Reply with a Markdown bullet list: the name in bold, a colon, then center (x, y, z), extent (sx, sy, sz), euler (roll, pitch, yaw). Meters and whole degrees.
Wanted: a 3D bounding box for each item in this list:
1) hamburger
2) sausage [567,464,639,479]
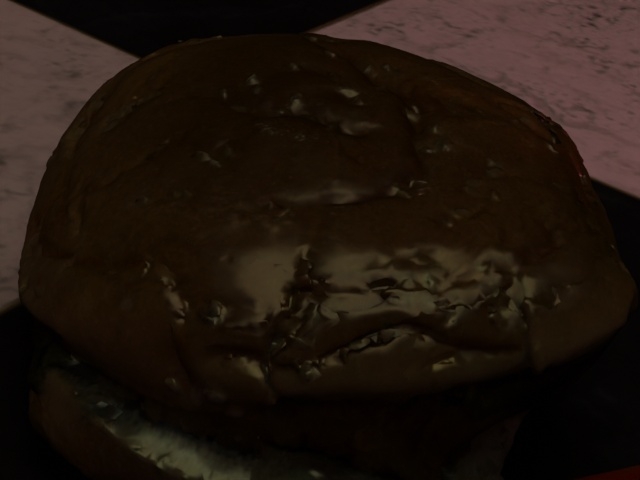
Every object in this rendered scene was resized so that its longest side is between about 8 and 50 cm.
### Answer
- **hamburger**: center (0.002, 0.001, 0.605), extent (0.265, 0.134, 0.285), euler (7, 28, -13)
- **sausage**: center (0.026, 0.131, 0.454), extent (0.264, 0.083, 0.083), euler (-6, 34, -27)
